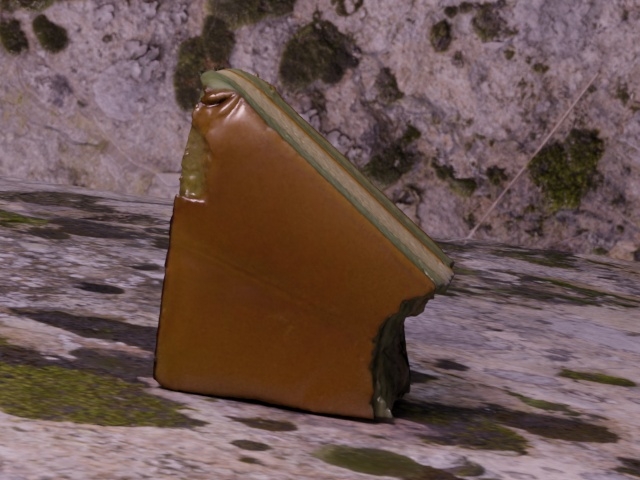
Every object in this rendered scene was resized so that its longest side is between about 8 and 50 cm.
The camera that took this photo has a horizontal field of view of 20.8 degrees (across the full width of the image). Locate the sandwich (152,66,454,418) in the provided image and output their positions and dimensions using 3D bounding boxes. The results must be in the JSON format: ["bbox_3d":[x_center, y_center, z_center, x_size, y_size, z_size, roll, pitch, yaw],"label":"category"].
[{"bbox_3d":[0.000,0.000,1.271,0.198,0.227,0.155,9,7,7],"label":"sandwich"}]
